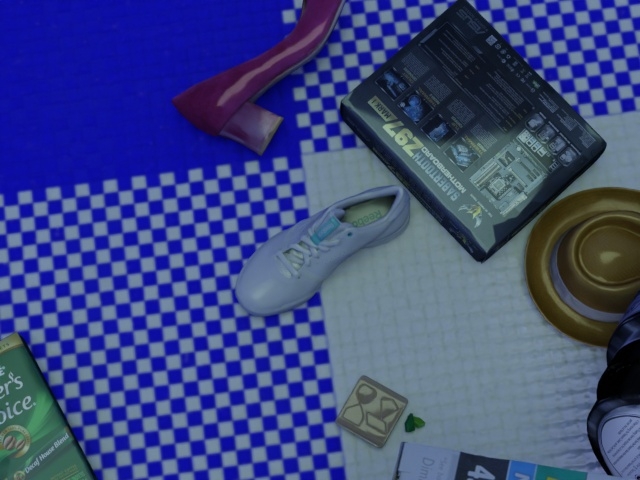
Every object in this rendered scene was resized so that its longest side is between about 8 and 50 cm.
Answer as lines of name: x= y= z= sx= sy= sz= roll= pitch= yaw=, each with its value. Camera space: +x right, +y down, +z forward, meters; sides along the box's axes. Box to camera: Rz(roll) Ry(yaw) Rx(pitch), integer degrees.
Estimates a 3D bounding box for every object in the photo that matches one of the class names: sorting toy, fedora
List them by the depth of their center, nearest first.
sorting toy: x=0.065 y=0.186 z=1.484 sx=0.083 sy=0.012 sz=0.062 roll=29 pitch=73 yaw=11
fedora: x=0.314 y=0.021 z=1.491 sx=0.194 sy=0.079 sz=0.194 roll=0 pitch=76 yaw=0

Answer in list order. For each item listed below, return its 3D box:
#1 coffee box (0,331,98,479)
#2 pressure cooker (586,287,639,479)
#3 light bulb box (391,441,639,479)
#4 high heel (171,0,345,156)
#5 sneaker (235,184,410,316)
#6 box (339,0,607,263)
coffee box: x=-0.319 y=0.200 z=1.467 sx=0.113 sy=0.040 sz=0.184 roll=-28 pitch=77 yaw=-6
pressure cooker: x=0.453 y=0.151 z=1.281 sx=0.420 sy=0.376 sz=0.370 roll=-52 pitch=126 yaw=-21
light bulb box: x=0.149 y=0.416 z=1.183 sx=0.225 sy=0.361 sz=0.357 roll=8 pitch=55 yaw=14
high heel: x=-0.059 y=-0.220 z=1.554 sx=0.117 sy=0.082 sz=0.244 roll=29 pitch=90 yaw=-3
sneaker: x=0.000 y=0.000 z=1.490 sx=0.212 sy=0.094 sz=0.080 roll=-34 pitch=80 yaw=-8
box: x=0.163 y=-0.120 z=1.537 sx=0.183 sy=0.059 sz=0.232 roll=-42 pitch=80 yaw=-10
